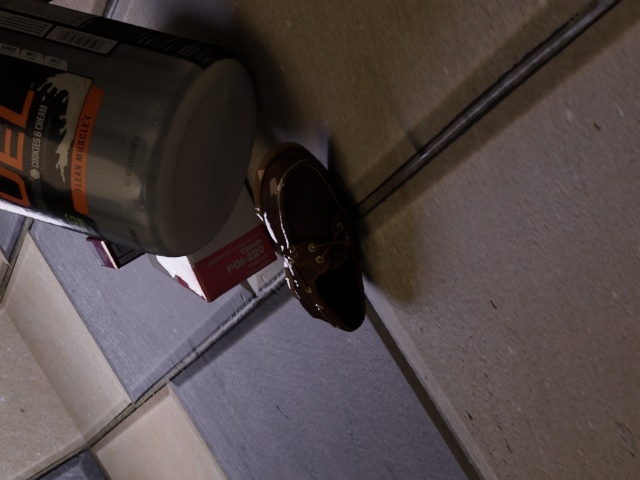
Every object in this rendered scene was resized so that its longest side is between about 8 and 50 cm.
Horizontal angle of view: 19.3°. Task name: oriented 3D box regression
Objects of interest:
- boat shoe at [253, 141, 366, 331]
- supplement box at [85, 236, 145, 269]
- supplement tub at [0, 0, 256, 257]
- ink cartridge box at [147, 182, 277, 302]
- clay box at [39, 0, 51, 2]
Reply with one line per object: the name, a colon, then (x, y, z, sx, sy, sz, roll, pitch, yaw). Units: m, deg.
boat shoe: (0.000, 0.000, 1.636, 0.073, 0.073, 0.207, 43, 164, 37)
supplement box: (-0.252, 0.004, 2.349, 0.043, 0.055, 0.083, 63, 163, -13)
supplement tub: (-0.233, -0.112, 1.684, 0.316, 0.193, 0.193, 16, 144, 21)
ink cartridge box: (-0.148, -0.066, 1.889, 0.158, 0.092, 0.218, 27, 146, 59)
clay box: (-0.298, -0.328, 1.810, 0.222, 0.127, 0.053, 51, 160, 23)
